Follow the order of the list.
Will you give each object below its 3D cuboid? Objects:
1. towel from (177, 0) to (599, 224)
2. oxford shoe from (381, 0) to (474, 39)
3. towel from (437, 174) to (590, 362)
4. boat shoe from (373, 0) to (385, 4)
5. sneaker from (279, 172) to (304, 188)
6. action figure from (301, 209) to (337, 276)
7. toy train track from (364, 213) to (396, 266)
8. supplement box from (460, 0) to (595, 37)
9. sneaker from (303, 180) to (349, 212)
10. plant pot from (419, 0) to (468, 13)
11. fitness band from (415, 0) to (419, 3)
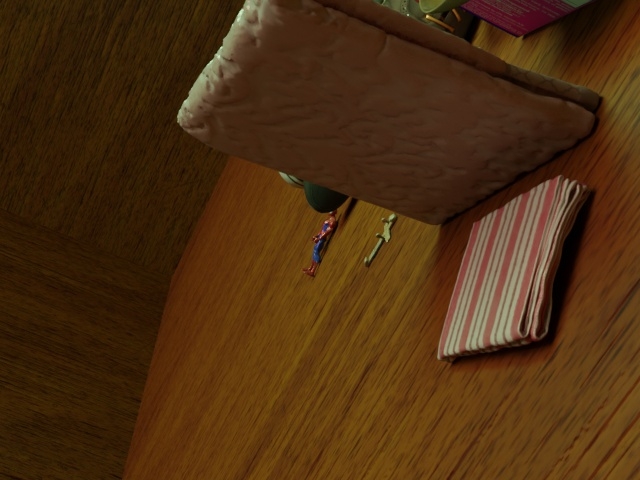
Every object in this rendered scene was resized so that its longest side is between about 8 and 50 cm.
[{"bbox_3d":[0.046,-0.121,0.989,0.332,0.317,0.053,144,142,-65],"label":"towel"},{"bbox_3d":[0.143,-0.301,1.373,0.133,0.130,0.363,-45,24,47],"label":"oxford shoe"},{"bbox_3d":[0.161,0.032,0.902,0.197,0.029,0.144,142,149,-71],"label":"towel"},{"bbox_3d":[0.057,-0.428,2.055,0.112,0.096,0.335,179,113,-77],"label":"boat shoe"},{"bbox_3d":[0.002,-0.257,1.900,0.127,0.126,0.321,-14,61,56],"label":"sneaker"},{"bbox_3d":[0.000,0.000,1.670,0.115,0.030,0.038,-64,7,5],"label":"action figure"},{"bbox_3d":[0.075,-0.001,1.367,0.048,0.014,0.083,-88,24,-61],"label":"toy train track"},{"bbox_3d":[0.220,-0.296,1.049,0.111,0.114,0.220,-67,13,-6],"label":"supplement box"},{"bbox_3d":[0.050,-0.152,1.559,0.106,0.101,0.267,-100,35,-65],"label":"sneaker"},{"bbox_3d":[0.165,-0.318,0.985,0.236,0.032,0.236,-59,15,26],"label":"plant pot"},{"bbox_3d":[0.182,-0.391,1.199,0.209,0.054,0.291,-34,-22,-22],"label":"fitness band"}]
